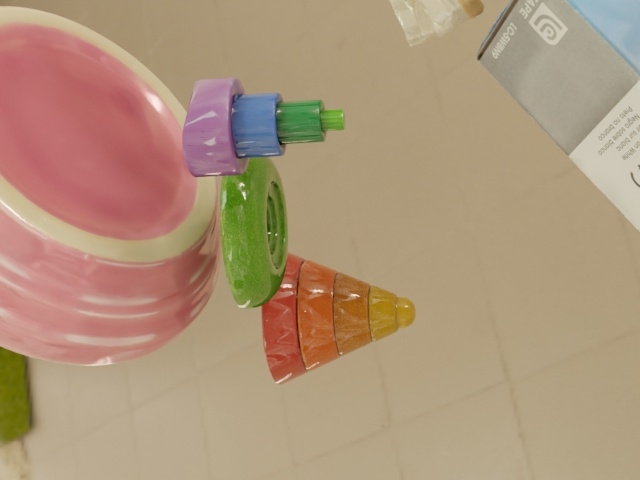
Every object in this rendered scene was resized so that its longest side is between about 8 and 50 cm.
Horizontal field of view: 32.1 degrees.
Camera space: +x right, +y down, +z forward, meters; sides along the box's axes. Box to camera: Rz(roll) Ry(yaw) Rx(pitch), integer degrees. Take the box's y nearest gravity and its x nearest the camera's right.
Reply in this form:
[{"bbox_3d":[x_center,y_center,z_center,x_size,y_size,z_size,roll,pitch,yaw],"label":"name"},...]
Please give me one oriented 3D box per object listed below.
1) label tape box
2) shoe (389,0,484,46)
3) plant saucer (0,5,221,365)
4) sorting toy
[{"bbox_3d":[0.296,-0.074,0.666,0.334,0.240,0.106,48,154,9],"label":"label tape box"},{"bbox_3d":[0.029,-0.231,0.754,0.058,0.076,0.219,-33,99,15],"label":"shoe"},{"bbox_3d":[-0.206,-0.064,0.875,0.084,0.332,0.332,-43,54,33],"label":"plant saucer"},{"bbox_3d":[0.000,0.000,0.864,0.126,0.365,0.127,-2,58,10],"label":"sorting toy"}]
